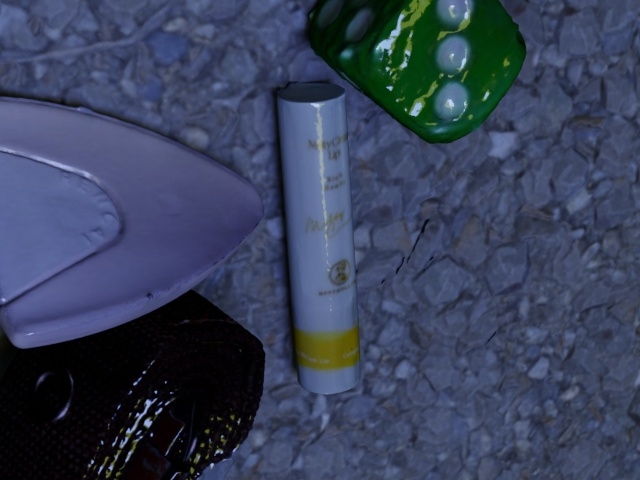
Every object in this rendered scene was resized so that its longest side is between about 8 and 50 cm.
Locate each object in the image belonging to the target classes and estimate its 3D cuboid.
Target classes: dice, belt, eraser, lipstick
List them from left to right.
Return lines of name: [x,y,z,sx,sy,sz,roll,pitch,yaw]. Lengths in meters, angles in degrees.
belt: [-0.176,0.160,1.061,0.184,0.164,0.289,20,99,-57]
eraser: [-0.151,-0.015,1.011,0.243,0.204,0.059,-2,146,-39]
lipstick: [0.000,0.000,1.136,0.059,0.059,0.264,-13,115,-21]
dice: [0.074,-0.157,1.070,0.128,0.131,0.120,35,94,-33]
